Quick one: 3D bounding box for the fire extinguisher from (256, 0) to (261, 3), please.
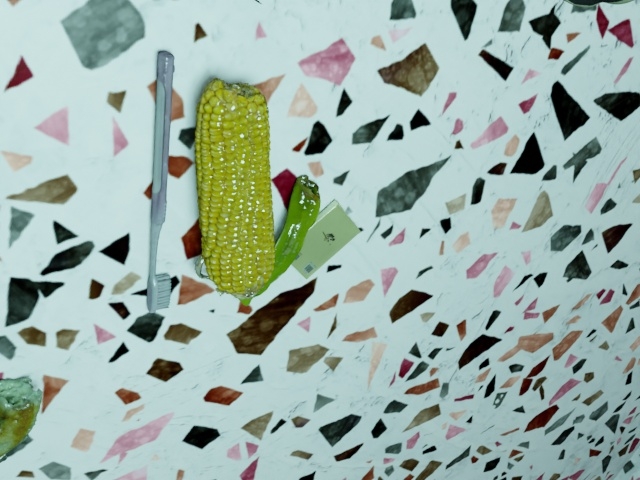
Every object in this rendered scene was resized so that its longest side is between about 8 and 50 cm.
[{"bbox_3d":[-0.072,-0.335,0.715,0.078,0.045,0.157,18,114,-10],"label":"fire extinguisher"}]

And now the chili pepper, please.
[{"bbox_3d":[-0.055,0.007,0.961,0.052,0.050,0.202,23,107,-42],"label":"chili pepper"}]

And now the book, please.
[{"bbox_3d":[0.000,0.000,1.016,0.111,0.014,0.077,-42,136,0],"label":"book"}]

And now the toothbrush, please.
[{"bbox_3d":[-0.191,-0.055,0.846,0.029,0.024,0.354,-12,127,-33],"label":"toothbrush"}]

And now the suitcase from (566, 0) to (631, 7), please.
[{"bbox_3d":[0.182,-0.333,0.665,0.351,0.339,0.194,-4,122,-36],"label":"suitcase"}]

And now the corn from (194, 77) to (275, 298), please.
[{"bbox_3d":[-0.106,-0.061,0.853,0.106,0.106,0.293,-14,125,-25],"label":"corn"}]

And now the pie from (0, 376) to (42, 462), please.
[{"bbox_3d":[-0.495,0.215,0.811,0.302,0.067,0.303,-19,131,-23],"label":"pie"}]
